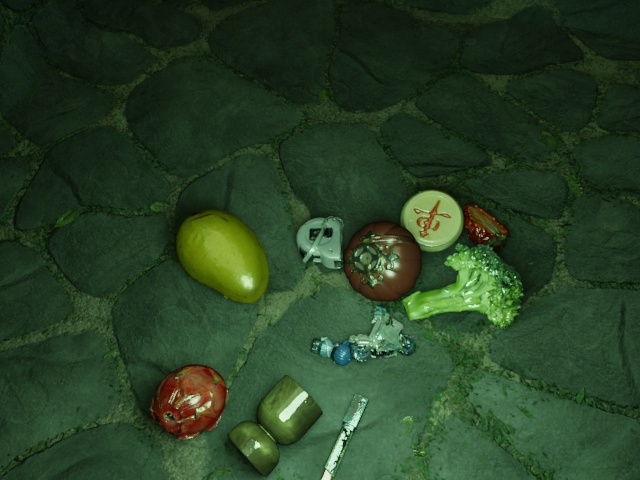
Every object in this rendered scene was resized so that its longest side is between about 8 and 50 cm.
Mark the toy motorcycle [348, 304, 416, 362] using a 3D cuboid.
[{"bbox_3d":[0.208,0.329,1.737,0.239,0.108,0.204,3,57,-28],"label":"toy motorcycle"}]

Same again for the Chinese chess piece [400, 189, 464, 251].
[{"bbox_3d":[0.443,-0.079,1.925,0.250,0.097,0.251,-1,83,12],"label":"Chinese chess piece"}]

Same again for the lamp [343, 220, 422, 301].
[{"bbox_3d":[0.228,0.077,1.794,0.303,0.257,0.304,-6,80,34],"label":"lamp"}]

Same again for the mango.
[{"bbox_3d":[-0.373,0.063,1.870,0.301,0.221,0.445,-33,65,-19],"label":"mango"}]

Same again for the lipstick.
[{"bbox_3d":[0.070,0.655,1.573,0.051,0.051,0.312,23,64,14],"label":"lipstick"}]

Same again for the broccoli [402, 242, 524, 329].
[{"bbox_3d":[0.531,0.204,1.729,0.353,0.397,0.275,37,28,2],"label":"broccoli"}]

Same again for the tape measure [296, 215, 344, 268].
[{"bbox_3d":[0.000,0.000,1.946,0.197,0.120,0.236,-1,54,5],"label":"tape measure"}]

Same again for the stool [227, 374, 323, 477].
[{"bbox_3d":[-0.142,0.589,1.550,0.179,0.179,0.264,38,68,23],"label":"stool"}]

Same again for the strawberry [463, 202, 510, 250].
[{"bbox_3d":[0.641,-0.044,1.944,0.190,0.111,0.237,7,36,-26],"label":"strawberry"}]

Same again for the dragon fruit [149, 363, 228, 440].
[{"bbox_3d":[-0.424,0.519,1.579,0.240,0.252,0.241,-7,78,35],"label":"dragon fruit"}]

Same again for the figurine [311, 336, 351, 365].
[{"bbox_3d":[0.043,0.390,1.726,0.149,0.087,0.086,13,97,12],"label":"figurine"}]
